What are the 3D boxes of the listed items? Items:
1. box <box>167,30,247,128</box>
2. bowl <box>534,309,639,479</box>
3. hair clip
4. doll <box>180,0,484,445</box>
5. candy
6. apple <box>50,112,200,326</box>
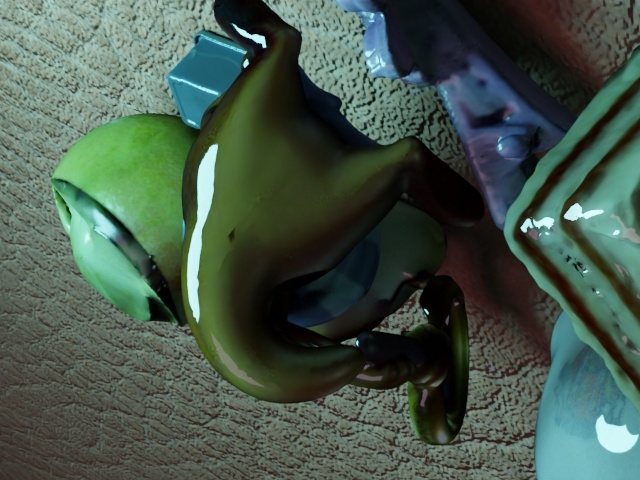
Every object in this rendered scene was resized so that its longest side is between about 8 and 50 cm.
[{"bbox_3d":[-0.076,-0.120,1.274,0.099,0.054,0.074,24,149,34],"label":"box"},{"bbox_3d":[0.271,0.205,1.138,0.345,0.157,0.345,33,151,21],"label":"bowl"},{"bbox_3d":[0.080,-0.116,0.999,0.278,0.137,0.090,46,118,-3],"label":"hair clip"},{"bbox_3d":[0.004,-0.001,1.125,0.340,0.209,0.318,81,173,-77],"label":"doll"},{"bbox_3d":[0.267,0.044,0.886,0.321,0.179,0.135,52,155,-14],"label":"candy"},{"bbox_3d":[-0.133,-0.026,1.361,0.207,0.174,0.188,10,-150,-47],"label":"apple"}]
